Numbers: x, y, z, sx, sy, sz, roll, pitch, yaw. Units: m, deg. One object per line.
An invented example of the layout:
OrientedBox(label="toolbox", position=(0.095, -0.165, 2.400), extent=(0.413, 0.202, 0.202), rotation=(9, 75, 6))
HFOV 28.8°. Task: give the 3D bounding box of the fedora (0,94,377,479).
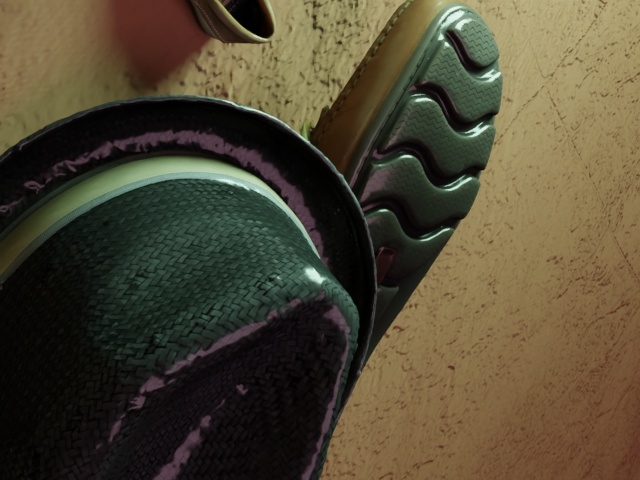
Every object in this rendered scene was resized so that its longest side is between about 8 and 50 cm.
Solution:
OrientedBox(label="fedora", position=(-0.085, 0.092, 0.688), extent=(0.334, 0.152, 0.334), rotation=(-10, 114, -24))

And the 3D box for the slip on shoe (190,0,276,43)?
OrientedBox(label="slip on shoe", position=(-0.063, -0.162, 0.730), extent=(0.051, 0.041, 0.135), rotation=(-51, 148, -19))

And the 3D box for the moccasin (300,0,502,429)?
OrientedBox(label="moccasin", position=(0.002, 0.000, 0.885), extent=(0.139, 0.147, 0.380), rotation=(9, 110, -44))
